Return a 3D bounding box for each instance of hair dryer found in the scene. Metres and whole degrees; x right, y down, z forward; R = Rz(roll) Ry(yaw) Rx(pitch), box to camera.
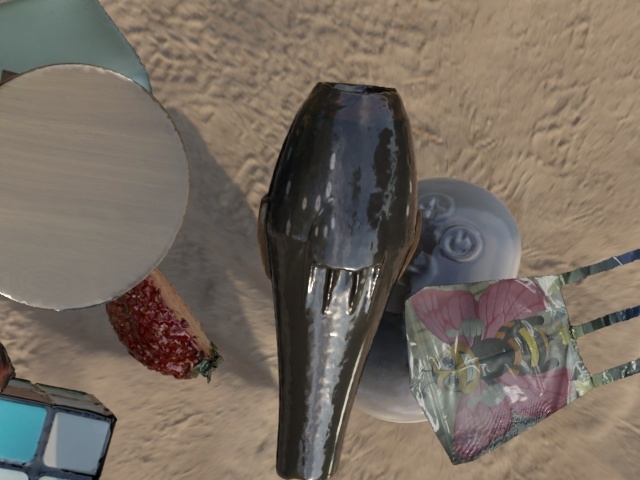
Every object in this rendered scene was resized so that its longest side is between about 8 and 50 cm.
[{"bbox_3d":[0.000,0.000,0.932,0.120,0.359,0.304,3,107,-6],"label":"hair dryer"}]

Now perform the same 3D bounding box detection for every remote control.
[{"bbox_3d":[0.125,0.066,1.364,0.221,0.103,0.332,6,65,24],"label":"remote control"}]

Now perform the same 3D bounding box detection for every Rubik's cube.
[{"bbox_3d":[-0.392,0.281,1.475,0.180,0.183,0.167,16,86,-21],"label":"Rubik's cube"}]

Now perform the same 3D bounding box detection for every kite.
[{"bbox_3d":[0.263,0.109,1.211,0.360,0.022,0.204,-19,77,19],"label":"kite"}]

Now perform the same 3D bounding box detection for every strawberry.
[{"bbox_3d":[-0.243,0.111,1.570,0.106,0.175,0.236,-38,74,-4],"label":"strawberry"}]

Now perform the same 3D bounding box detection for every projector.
[{"bbox_3d":[-0.404,-0.185,1.552,0.249,0.249,0.248,-23,65,-31],"label":"projector"}]

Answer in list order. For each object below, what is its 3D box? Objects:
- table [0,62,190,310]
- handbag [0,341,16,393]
[{"bbox_3d":[-0.218,-0.055,0.827,0.167,0.226,0.167,-7,104,-29],"label":"table"},{"bbox_3d":[-0.423,0.150,1.170,0.155,0.215,0.169,-11,118,15],"label":"handbag"}]
